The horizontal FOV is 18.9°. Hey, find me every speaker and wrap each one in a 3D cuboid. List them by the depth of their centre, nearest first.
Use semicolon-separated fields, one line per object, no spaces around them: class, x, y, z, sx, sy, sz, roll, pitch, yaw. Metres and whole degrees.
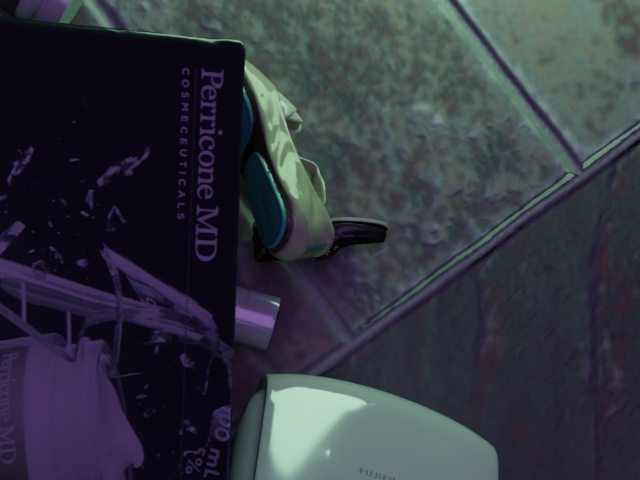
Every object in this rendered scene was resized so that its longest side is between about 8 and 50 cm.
speaker;-0.108;0.063;1.837;0.136;0.055;0.055;15;75;-5

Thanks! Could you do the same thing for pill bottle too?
pill bottle;-0.297;-0.263;1.875;0.137;0.078;0.078;33;74;1

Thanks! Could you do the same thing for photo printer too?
photo printer;0.038;0.256;1.724;0.256;0.107;0.307;19;39;-9

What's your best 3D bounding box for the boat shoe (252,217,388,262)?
boat shoe;0.000;0.001;1.872;0.133;0.049;0.042;-3;73;-2

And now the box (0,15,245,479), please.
box;-0.337;0.061;1.572;0.471;0.297;0.480;3;88;-30

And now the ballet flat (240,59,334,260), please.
ballet flat;-0.047;-0.085;1.858;0.086;0.086;0.248;-14;61;-11
